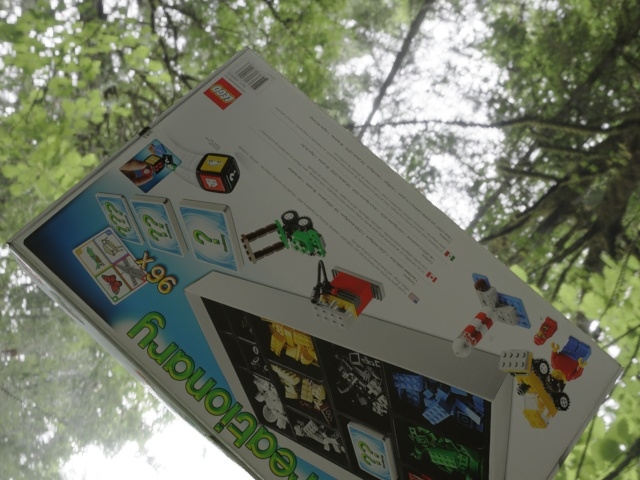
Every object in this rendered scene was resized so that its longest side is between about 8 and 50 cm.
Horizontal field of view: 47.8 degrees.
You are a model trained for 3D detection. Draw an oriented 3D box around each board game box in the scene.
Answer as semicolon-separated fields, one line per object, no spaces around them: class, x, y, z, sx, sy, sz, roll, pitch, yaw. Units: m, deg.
board game box;0.002;0.045;0.423;0.305;0.053;0.193;42;-113;6
